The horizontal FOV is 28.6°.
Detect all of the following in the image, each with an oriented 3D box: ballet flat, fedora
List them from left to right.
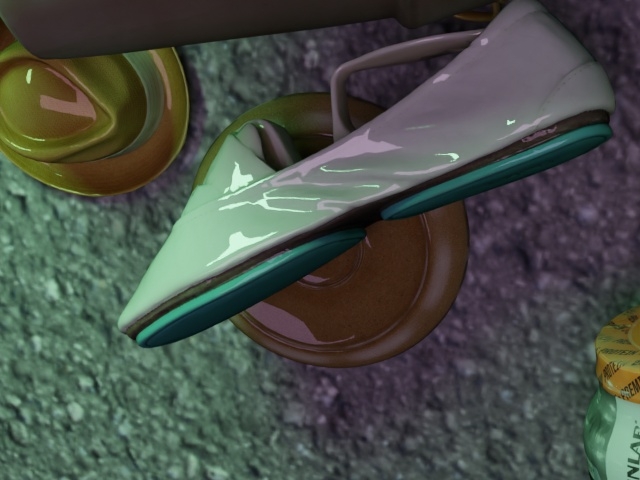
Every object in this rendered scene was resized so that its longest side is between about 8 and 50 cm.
[{"bbox_3d":[-0.203,-0.113,1.000,0.194,0.079,0.194,5,110,13],"label":"fedora"},{"bbox_3d":[0.013,-0.052,0.914,0.400,0.139,0.139,-26,100,18],"label":"ballet flat"}]

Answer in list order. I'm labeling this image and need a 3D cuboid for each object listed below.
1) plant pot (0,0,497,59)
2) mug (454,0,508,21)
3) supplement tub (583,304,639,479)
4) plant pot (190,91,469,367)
[{"bbox_3d":[-0.076,-0.247,0.746,0.280,0.323,0.323,-20,103,1],"label":"plant pot"},{"bbox_3d":[0.103,-0.195,0.898,0.064,0.062,0.078,8,104,21],"label":"mug"},{"bbox_3d":[0.300,0.206,0.910,0.194,0.193,0.316,-10,106,18],"label":"supplement tub"},{"bbox_3d":[0.000,0.000,1.009,0.236,0.032,0.236,5,111,14],"label":"plant pot"}]
